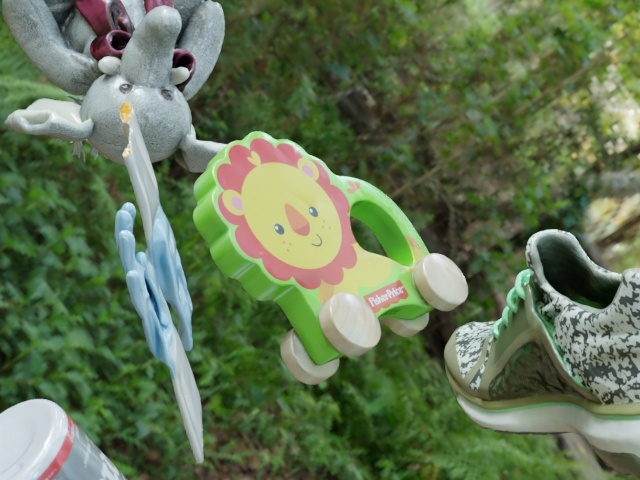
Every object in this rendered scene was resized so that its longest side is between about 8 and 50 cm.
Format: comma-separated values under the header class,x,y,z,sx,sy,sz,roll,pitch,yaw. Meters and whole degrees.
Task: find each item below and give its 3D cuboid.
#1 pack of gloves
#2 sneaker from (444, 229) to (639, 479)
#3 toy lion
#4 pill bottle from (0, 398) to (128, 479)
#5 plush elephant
class,x,y,z,sx,sy,sz,roll,pitch,yaw
pack of gloves,-0.145,0.037,0.878,0.195,0.046,0.232,-100,178,-52
sneaker,0.222,0.071,0.952,0.410,0.158,0.182,-1,-70,69
toy lion,0.000,0.000,0.419,0.100,0.034,0.096,-18,74,-49
pill bottle,-0.308,0.346,1.348,0.283,0.161,0.161,57,9,-31
plush elephant,-0.217,-0.197,1.230,0.272,0.330,0.255,2,27,-30
